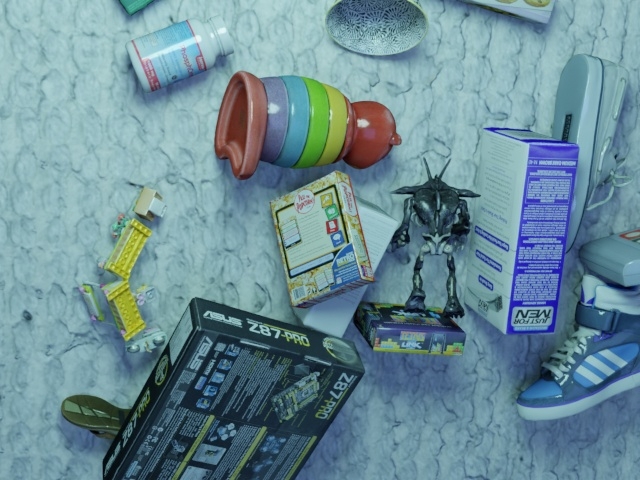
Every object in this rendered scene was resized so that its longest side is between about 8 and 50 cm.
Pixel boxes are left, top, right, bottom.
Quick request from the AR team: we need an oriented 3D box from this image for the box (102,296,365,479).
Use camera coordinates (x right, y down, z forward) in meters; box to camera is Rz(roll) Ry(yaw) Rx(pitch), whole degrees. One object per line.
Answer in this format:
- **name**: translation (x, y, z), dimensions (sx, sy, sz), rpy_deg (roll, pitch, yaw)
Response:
- **box**: translation (-0.154, 0.307, 1.595), dimensions (0.318, 0.097, 0.395), rpy_deg (19, 116, -24)

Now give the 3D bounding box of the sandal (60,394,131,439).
- **sandal**: translation (-0.372, 0.323, 1.644), dimensions (0.180, 0.072, 0.049), rpy_deg (16, 121, -21)

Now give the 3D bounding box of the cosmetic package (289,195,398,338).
- **cosmetic package**: translation (0.039, 0.042, 1.636), dimensions (0.085, 0.117, 0.231), rpy_deg (22, 100, -19)

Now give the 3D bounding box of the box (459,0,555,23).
- **box**: translation (0.247, -0.442, 1.587), dimensions (0.324, 0.063, 0.067), rpy_deg (13, 100, -16)

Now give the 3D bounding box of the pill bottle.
- **pill bottle**: translation (-0.225, -0.304, 1.496), dimensions (0.160, 0.087, 0.087), rpy_deg (-23, 108, -7)

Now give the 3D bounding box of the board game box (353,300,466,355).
- **board game box**: translation (0.159, 0.158, 1.682), dimensions (0.170, 0.141, 0.048), rpy_deg (5, 103, -15)

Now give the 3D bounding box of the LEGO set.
- **LEGO set**: translation (-0.339, 0.052, 1.577), dimensions (0.132, 0.107, 0.287), rpy_deg (-11, 105, -47)

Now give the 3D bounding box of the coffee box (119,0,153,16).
- **coffee box**: translation (-0.306, -0.462, 1.460), dimensions (0.113, 0.040, 0.184), rpy_deg (-35, 110, -3)

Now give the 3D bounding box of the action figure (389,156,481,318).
- **action figure**: translation (0.196, -0.003, 1.656), dimensions (0.164, 0.141, 0.276), rpy_deg (4, 77, -6)

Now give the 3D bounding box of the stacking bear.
- **stacking bear**: translation (-0.009, -0.187, 1.551), dimensions (0.289, 0.175, 0.164), rpy_deg (3, 111, -24)

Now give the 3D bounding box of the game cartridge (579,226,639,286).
- **game cartridge**: translation (0.661, 0.012, 1.736), dimensions (0.294, 0.196, 0.060), rpy_deg (-15, 108, -10)

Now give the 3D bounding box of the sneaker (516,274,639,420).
- **sneaker**: translation (0.500, 0.188, 1.792), dimensions (0.322, 0.130, 0.236), rpy_deg (-20, 98, -3)

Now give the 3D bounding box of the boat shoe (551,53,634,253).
- **boat shoe**: translation (0.499, -0.146, 1.700), dimensions (0.156, 0.136, 0.367), rpy_deg (8, 93, -18)

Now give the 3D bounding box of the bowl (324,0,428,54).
- **bowl**: translation (0.094, -0.387, 1.537), dimensions (0.170, 0.170, 0.080), rpy_deg (12, 65, -16)

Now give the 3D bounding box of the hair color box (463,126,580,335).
- **hair color box**: translation (0.353, -0.020, 1.659), dimensions (0.110, 0.185, 0.339), rpy_deg (2, 104, -15)

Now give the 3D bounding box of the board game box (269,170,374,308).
- **board game box**: translation (0.000, 0.000, 1.564), dimensions (0.146, 0.045, 0.193), rpy_deg (-22, 70, 29)
